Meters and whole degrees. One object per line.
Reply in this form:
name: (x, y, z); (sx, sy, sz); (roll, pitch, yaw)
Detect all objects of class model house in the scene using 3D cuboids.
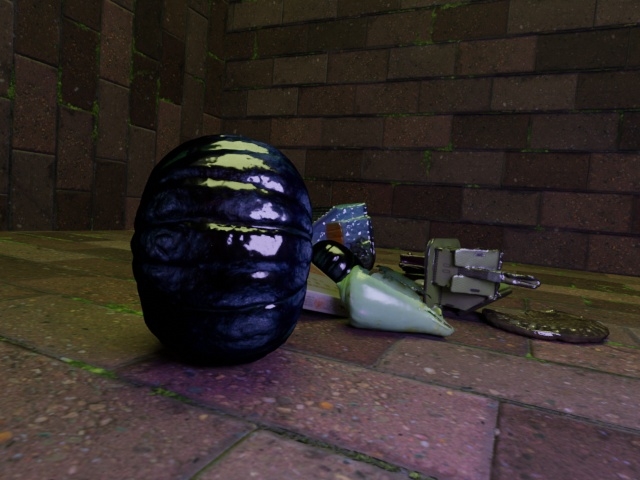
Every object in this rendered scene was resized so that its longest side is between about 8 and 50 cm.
model house: (0.000, 0.000, 1.766); (0.338, 0.298, 0.360); (-5, 6, -18)
model house: (0.438, 0.103, 1.124); (0.278, 0.205, 0.218); (6, 5, 38)

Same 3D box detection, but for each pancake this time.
pancake: (0.556, 0.206, 1.079); (0.286, 0.033, 0.288); (5, 3, 32)

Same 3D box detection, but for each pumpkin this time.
pumpkin: (0.050, 0.080, 1.297); (0.194, 0.194, 0.150); (9, 44, 44)
pumpkin: (-0.152, 0.016, 0.693); (0.266, 0.364, 0.363); (4, 4, -14)

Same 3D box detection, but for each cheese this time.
cheese: (0.385, 0.160, 1.431); (0.190, 0.042, 0.105); (6, 5, 7)

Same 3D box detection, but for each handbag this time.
handbag: (0.438, 0.104, 1.790); (0.216, 0.074, 0.203); (8, -10, 21)

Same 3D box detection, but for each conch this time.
conch: (0.158, 0.128, 0.948); (0.250, 0.137, 0.143); (4, 3, -6)

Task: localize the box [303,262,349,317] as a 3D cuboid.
box: (-0.077, 0.086, 1.129); (0.204, 0.051, 0.365); (16, 10, -29)
